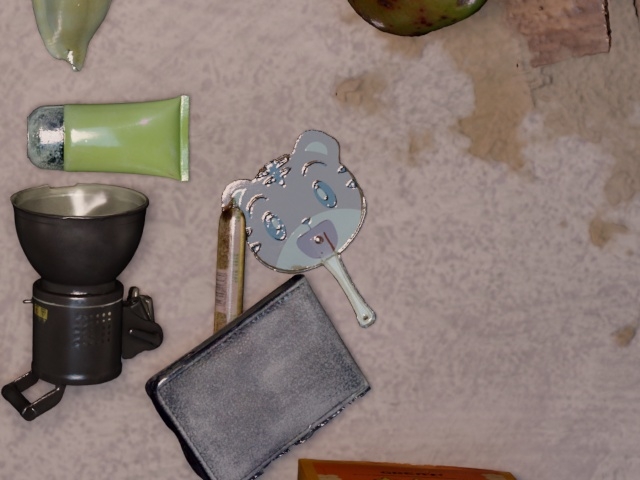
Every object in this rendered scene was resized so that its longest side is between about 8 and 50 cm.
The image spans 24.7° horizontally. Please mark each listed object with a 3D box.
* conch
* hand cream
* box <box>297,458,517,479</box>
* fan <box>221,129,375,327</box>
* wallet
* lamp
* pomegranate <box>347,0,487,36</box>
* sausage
[{"bbox_3d":[-0.263,-0.270,1.548,0.088,0.065,0.180,11,102,-10],"label":"conch"},{"bbox_3d":[-0.230,-0.111,1.585,0.175,0.046,0.095,-1,96,-14],"label":"hand cream"},{"bbox_3d":[0.098,0.404,1.608,0.259,0.214,0.283,5,95,-5],"label":"box"},{"bbox_3d":[0.000,0.000,1.646,0.152,0.008,0.226,-33,100,-3],"label":"fan"},{"bbox_3d":[-0.070,0.161,1.618,0.222,0.036,0.167,-37,110,-14],"label":"wallet"},{"bbox_3d":[-0.252,0.064,1.568,0.172,0.147,0.227,-7,108,-30],"label":"lamp"},{"bbox_3d":[0.124,-0.313,1.547,0.248,0.202,0.202,3,97,-37],"label":"pomegranate"},{"bbox_3d":[-0.103,0.086,1.628,0.033,0.033,0.269,2,99,-8],"label":"sausage"}]
